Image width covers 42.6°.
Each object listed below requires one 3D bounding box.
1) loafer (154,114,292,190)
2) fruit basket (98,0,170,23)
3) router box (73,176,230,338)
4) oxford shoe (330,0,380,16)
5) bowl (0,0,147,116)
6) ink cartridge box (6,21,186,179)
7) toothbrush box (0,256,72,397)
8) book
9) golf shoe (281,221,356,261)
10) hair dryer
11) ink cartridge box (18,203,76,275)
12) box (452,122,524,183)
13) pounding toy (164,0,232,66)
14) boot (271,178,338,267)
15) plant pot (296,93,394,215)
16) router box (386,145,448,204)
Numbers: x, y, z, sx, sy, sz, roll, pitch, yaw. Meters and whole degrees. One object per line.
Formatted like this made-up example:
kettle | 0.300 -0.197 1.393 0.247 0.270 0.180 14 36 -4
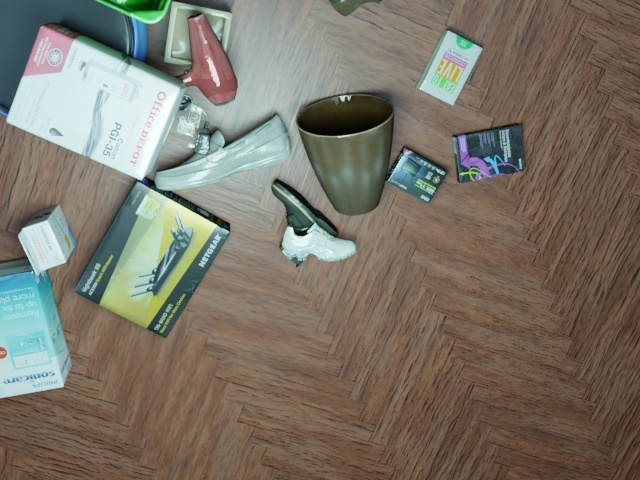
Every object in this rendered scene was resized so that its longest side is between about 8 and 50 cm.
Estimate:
loafer | -0.225 -0.195 1.850 0.320 0.112 0.111 -19 103 -9
fruit basket | -0.341 -0.596 1.421 0.283 0.392 0.392 23 103 -12
router box | -0.389 0.039 1.911 0.243 0.081 0.308 29 102 -14
oxford shoe | 0.120 -0.574 1.793 0.227 0.083 0.096 -35 127 5
bowl | -0.553 -0.414 1.663 0.391 0.077 0.391 -2 107 -5
ink cartridge box | -0.433 -0.272 1.613 0.283 0.117 0.207 23 103 -9
toothbrush box | -0.723 0.204 1.902 0.216 0.126 0.295 -9 109 -4
book | 0.295 -0.395 1.885 0.096 0.035 0.144 22 102 -17
golf shoe | 0.000 0.000 1.895 0.176 0.069 0.086 0 116 -10
hair dryer | -0.280 -0.323 1.694 0.224 0.080 0.293 15 103 -30
ink cartridge box | -0.602 -0.003 1.821 0.062 0.181 0.104 -19 109 0
box | 0.400 -0.207 1.954 0.162 0.029 0.116 -12 108 -4
pounding toy | -0.282 -0.481 1.756 0.181 0.094 0.206 9 106 -10
boot | -0.073 -0.036 1.933 0.137 0.077 0.198 -43 106 13
plant pot | 0.070 -0.180 1.849 0.215 0.215 0.230 -12 122 -3
router box | 0.226 -0.154 1.945 0.122 0.038 0.092 27 103 -14
